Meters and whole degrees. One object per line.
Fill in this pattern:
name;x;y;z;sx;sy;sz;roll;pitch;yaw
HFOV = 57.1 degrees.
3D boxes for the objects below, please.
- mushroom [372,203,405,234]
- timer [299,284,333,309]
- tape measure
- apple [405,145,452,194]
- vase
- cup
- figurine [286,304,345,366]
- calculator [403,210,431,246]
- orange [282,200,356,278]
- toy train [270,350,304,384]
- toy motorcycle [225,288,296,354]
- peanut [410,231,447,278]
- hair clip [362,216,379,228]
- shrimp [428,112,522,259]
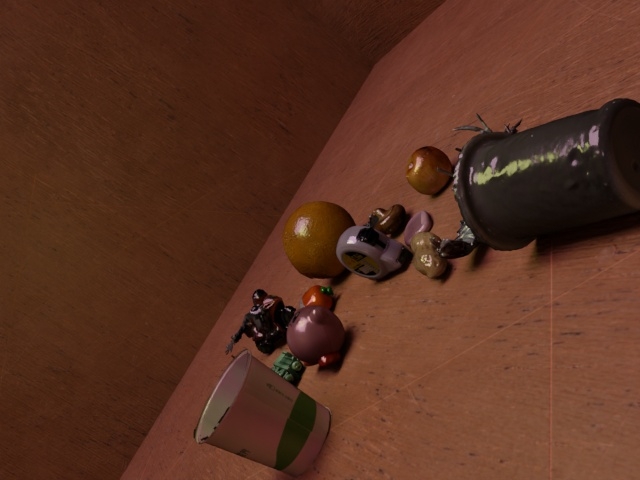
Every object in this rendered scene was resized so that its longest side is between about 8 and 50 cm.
mushroom;0.216;-0.064;1.840;0.109;0.085;0.126;-5;28;34
timer;-0.004;0.199;1.946;0.136;0.099;0.136;-37;29;24
tape measure;0.139;0.027;1.679;0.196;0.178;0.105;-32;26;58
apple;0.317;-0.211;1.744;0.146;0.146;0.146;-51;15;18
vase;0.412;-0.115;1.016;0.291;0.245;0.245;-17;40;61
cup;-0.137;0.440;1.458;0.253;0.274;0.253;-53;14;19
figurine;-0.015;0.266;1.666;0.173;0.173;0.173;-51;15;18
calculator;0.276;-0.033;1.683;0.103;0.024;0.166;-50;14;20
orange;0.000;0.000;2.042;0.274;0.274;0.274;-51;15;18
toy train;-0.108;0.409;1.862;0.111;0.071;0.170;-52;12;-17
toy motorcycle;-0.229;0.320;2.206;0.134;0.207;0.401;-27;-16;-48
peanut;0.267;0.035;1.451;0.082;0.082;0.187;-49;16;26
hair clip;0.168;0.016;1.918;0.083;0.048;0.275;-45;22;32
shrimp;0.368;-0.132;1.365;0.221;0.166;0.410;-21;48;63
